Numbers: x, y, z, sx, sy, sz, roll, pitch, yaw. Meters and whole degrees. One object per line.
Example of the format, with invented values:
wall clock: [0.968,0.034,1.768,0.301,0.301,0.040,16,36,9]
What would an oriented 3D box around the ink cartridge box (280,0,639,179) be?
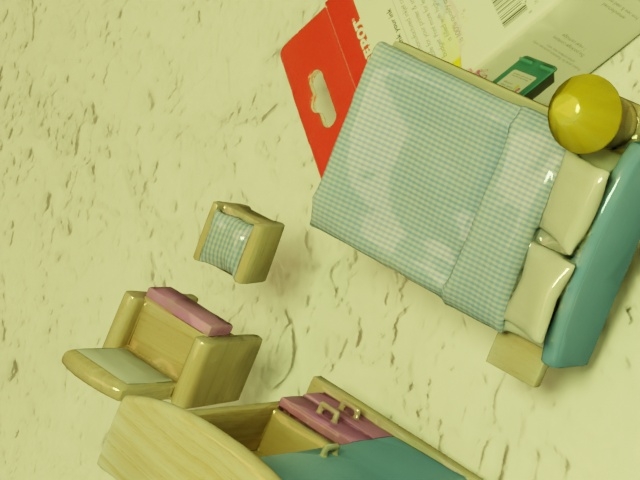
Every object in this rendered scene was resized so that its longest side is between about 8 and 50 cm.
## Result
ink cartridge box: [0.090,-0.135,1.193,0.231,0.078,0.134,-38,50,27]

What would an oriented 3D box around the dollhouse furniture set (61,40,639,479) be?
dollhouse furniture set: [0.000,0.000,1.065,0.286,0.198,0.303,30,105,30]
